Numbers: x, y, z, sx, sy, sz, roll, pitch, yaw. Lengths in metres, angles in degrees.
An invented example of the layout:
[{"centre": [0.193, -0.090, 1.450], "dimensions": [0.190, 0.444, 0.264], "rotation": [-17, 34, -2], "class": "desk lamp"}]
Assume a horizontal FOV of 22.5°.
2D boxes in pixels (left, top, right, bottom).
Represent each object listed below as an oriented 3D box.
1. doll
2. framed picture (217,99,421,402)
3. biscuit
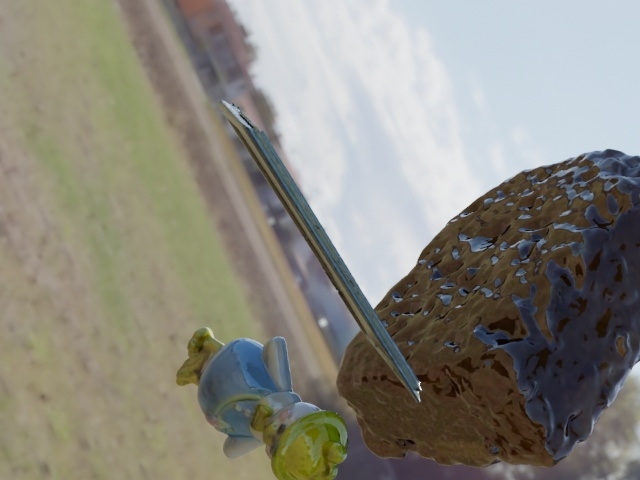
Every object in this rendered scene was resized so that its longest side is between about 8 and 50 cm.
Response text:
[{"centre": [-0.054, 0.182, 1.717], "dimensions": [0.241, 0.135, 0.099], "rotation": [38, -7, 39], "class": "doll"}, {"centre": [0.000, 0.000, 1.495], "dimensions": [0.296, 0.019, 0.232], "rotation": [57, -2, -14], "class": "framed picture"}, {"centre": [0.226, 0.073, 1.806], "dimensions": [0.166, 0.395, 0.342], "rotation": [51, -30, -16], "class": "biscuit"}]
